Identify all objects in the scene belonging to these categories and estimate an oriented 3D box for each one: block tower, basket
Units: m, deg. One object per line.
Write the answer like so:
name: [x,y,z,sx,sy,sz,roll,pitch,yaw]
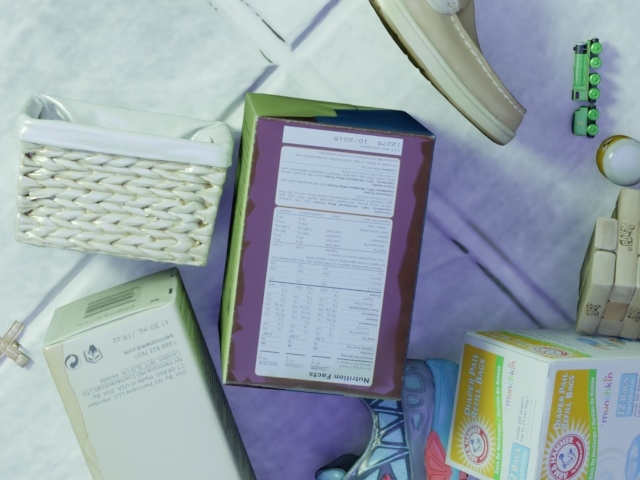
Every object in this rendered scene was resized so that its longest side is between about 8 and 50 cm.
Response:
block tower: [0.376,0.035,1.552,0.335,0.097,0.091,7,62,2]
basket: [-0.158,-0.047,1.561,0.167,0.113,0.103,9,102,-6]

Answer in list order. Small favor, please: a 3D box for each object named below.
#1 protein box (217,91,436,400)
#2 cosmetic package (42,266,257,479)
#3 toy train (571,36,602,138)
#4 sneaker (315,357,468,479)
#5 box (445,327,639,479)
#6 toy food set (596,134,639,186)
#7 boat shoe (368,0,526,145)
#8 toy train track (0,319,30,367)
protein box: [0.000,0.000,1.533,0.136,0.200,0.201,7,99,-5]
cosmetic package: [-0.112,0.191,1.578,0.113,0.160,0.309,-19,99,0]
toy train: [0.217,-0.125,1.623,0.023,0.017,0.083,2,99,6]
sneaker: [0.055,0.220,1.639,0.125,0.104,0.262,10,92,7]
box: [0.212,0.134,1.576,0.203,0.103,0.114,1,100,-37]
toy food set: [0.347,-0.068,1.597,0.232,0.104,0.111,-15,100,-2]
boat shoe: [0.080,-0.212,1.556,0.098,0.109,0.302,-36,94,3]
toy train track: [-0.274,0.077,1.620,0.083,0.014,0.048,36,95,-8]
